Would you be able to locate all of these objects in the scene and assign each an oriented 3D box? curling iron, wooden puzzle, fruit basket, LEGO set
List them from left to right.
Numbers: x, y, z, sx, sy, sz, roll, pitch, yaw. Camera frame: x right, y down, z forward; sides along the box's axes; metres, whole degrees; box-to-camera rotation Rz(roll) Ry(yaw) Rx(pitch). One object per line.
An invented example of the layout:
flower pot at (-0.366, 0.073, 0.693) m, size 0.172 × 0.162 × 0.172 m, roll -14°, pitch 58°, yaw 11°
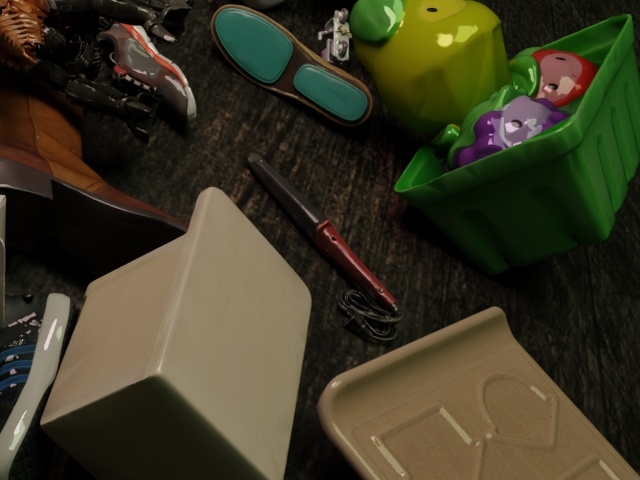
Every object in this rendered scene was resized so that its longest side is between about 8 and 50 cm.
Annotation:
curling iron at (0.000, 0.000, 1.343) m, size 0.068 × 0.035 × 0.274 m, roll -8°, pitch 53°, yaw -45°
LEGO set at (0.119, -0.248, 1.720) m, size 0.287 × 0.107 × 0.132 m, roll 22°, pitch 71°, yaw -27°
fruit basket at (0.217, -0.188, 1.519) m, size 0.392 × 0.283 × 0.392 m, roll 29°, pitch 52°, yaw -44°
wooden puzzle at (0.180, 0.249, 1.171) m, size 0.322 × 0.080 × 0.348 m, roll -17°, pitch 64°, yaw -49°

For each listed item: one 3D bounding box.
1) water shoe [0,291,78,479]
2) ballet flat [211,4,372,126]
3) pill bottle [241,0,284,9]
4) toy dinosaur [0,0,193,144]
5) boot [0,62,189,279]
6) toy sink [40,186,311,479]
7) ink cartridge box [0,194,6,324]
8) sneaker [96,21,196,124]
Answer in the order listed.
water shoe at (-0.250, 0.122, 0.975) m, size 0.080 × 0.073 × 0.203 m, roll 5°, pitch 37°, yaw 1°
ballet flat at (-0.039, -0.217, 1.556) m, size 0.232 × 0.080 × 0.073 m, roll 35°, pitch 6°, yaw -5°
pill bottle at (-0.128, -0.453, 1.673) m, size 0.264 × 0.153 × 0.153 m, roll 45°, pitch 36°, yaw 16°
toy dinosaur at (-0.256, -0.196, 1.221) m, size 0.218 × 0.164 × 0.322 m, roll 19°, pitch 34°, yaw -6°
boot at (-0.239, -0.066, 1.209) m, size 0.264 × 0.096 × 0.280 m, roll 14°, pitch 28°, yaw -26°
toy sink at (-0.113, 0.095, 1.013) m, size 0.153 × 0.131 × 0.234 m, roll 50°, pitch 29°, yaw -29°
ink cartridge box at (-0.315, 0.014, 0.974) m, size 0.143 × 0.092 × 0.090 m, roll 11°, pitch 36°, yaw -1°
sneaker at (-0.202, -0.182, 1.389) m, size 0.065 × 0.061 × 0.158 m, roll -32°, pitch 68°, yaw -25°
